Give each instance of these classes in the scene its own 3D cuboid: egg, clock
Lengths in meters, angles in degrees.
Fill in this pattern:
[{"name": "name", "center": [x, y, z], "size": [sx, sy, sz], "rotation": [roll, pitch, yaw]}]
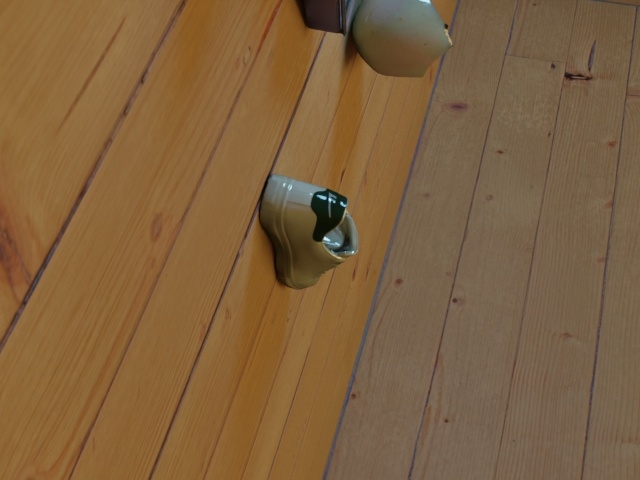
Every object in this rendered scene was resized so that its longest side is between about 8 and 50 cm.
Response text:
[{"name": "egg", "center": [0.145, -0.448, 1.949], "size": [0.206, 0.162, 0.271], "rotation": [61, -8, -22]}, {"name": "clock", "center": [0.023, -0.444, 1.509], "size": [0.193, 0.073, 0.144], "rotation": [75, 29, -80]}]

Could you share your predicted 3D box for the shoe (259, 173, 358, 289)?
[{"name": "shoe", "center": [0.000, 0.000, 1.656], "size": [0.363, 0.160, 0.131], "rotation": [75, 30, -64]}]
